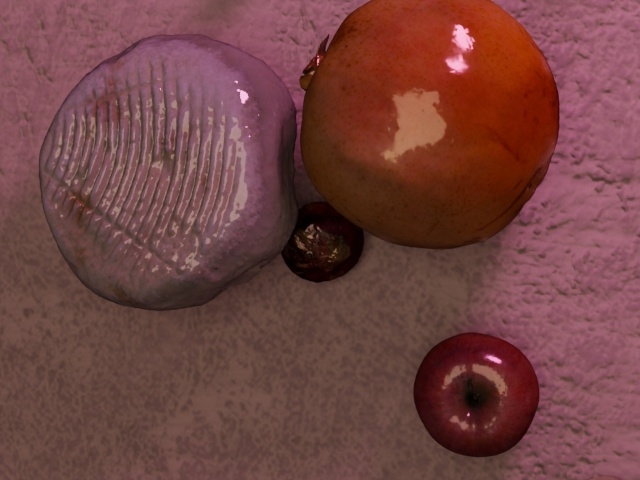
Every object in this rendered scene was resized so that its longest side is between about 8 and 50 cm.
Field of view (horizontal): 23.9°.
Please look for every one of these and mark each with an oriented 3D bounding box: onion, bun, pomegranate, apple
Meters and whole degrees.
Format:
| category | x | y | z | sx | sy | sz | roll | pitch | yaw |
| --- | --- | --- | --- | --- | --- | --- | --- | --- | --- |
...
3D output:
| category | x | y | z | sx | sy | sz | roll | pitch | yaw |
| --- | --- | --- | --- | --- | --- | --- | --- | --- | --- |
| onion | 0.000 | 0.000 | 1.884 | 0.107 | 0.097 | 0.107 | -6 | 125 | -8 |
| bun | -0.178 | -0.081 | 1.859 | 0.355 | 0.194 | 0.354 | -3 | 84 | 26 |
| pomegranate | 0.115 | -0.146 | 1.750 | 0.319 | 0.319 | 0.319 | 1 | 93 | 13 |
| apple | 0.189 | 0.185 | 1.831 | 0.153 | 0.120 | 0.153 | 2 | 99 | 12 |

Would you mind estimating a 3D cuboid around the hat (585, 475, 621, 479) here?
| category | x | y | z | sx | sy | sz | roll | pitch | yaw |
| --- | --- | --- | --- | --- | --- | --- | --- | --- | --- |
| hat | 0.316 | 0.363 | 1.836 | 0.166 | 0.081 | 0.122 | -20 | 91 | 3 |
